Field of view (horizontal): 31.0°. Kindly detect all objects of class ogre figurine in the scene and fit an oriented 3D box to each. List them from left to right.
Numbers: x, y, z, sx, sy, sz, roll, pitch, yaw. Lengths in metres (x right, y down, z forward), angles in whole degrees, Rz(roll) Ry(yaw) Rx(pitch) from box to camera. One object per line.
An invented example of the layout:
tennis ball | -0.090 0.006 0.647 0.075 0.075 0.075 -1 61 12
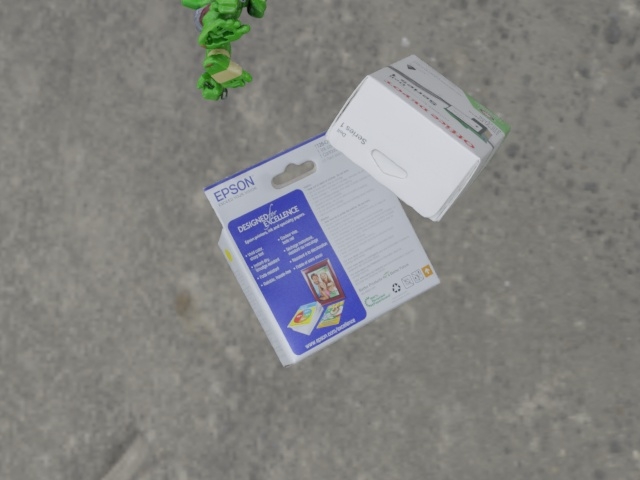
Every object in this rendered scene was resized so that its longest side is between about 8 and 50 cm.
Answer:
ogre figurine | -0.114 -0.262 1.348 0.097 0.197 0.118 -4 63 9

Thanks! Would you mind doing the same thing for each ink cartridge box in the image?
ink cartridge box | 0.000 0.000 1.844 0.307 0.303 0.072 62 155 2
ink cartridge box | 0.119 -0.124 1.331 0.160 0.219 0.092 37 112 5
